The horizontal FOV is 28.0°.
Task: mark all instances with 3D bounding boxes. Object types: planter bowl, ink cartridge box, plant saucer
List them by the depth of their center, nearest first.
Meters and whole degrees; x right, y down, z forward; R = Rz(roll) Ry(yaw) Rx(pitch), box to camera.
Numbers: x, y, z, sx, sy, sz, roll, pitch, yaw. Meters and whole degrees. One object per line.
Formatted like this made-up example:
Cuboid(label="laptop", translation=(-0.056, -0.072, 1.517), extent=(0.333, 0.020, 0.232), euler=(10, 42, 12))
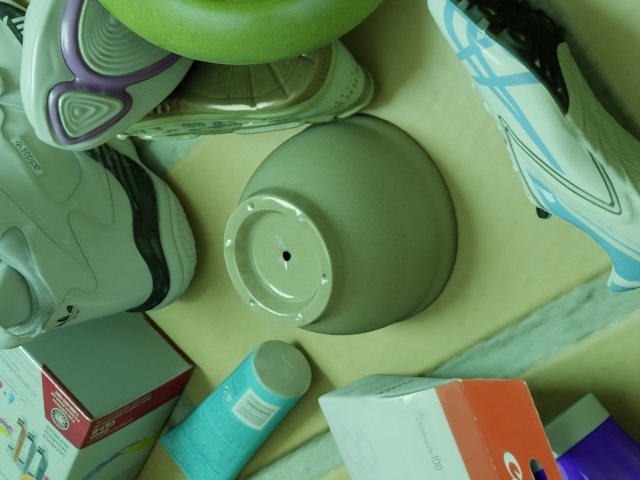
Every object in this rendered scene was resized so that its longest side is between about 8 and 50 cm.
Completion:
Cuboid(label="plant saucer", translation=(-0.051, -0.233, 0.806), extent=(0.241, 0.037, 0.241), euler=(0, 87, -2))
Cuboid(label="ink cartridge box", translation=(0.094, 0.187, 0.887), extent=(0.189, 0.066, 0.232), euler=(68, 162, -4))
Cuboid(label="planter bowl", translation=(0.000, 0.000, 0.913), extent=(0.162, 0.109, 0.162), euler=(16, 117, 34))
Cuboid(label="ink cartridge box", translation=(-0.222, 0.148, 1.135), extent=(0.128, 0.127, 0.176), euler=(42, 129, 18))

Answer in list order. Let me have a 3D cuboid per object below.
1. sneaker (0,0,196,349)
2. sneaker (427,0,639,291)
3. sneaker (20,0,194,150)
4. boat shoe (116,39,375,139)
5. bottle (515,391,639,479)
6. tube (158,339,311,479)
Cuboid(label="sneaker", translation=(-0.281, -0.066, 1.043), extent=(0.366, 0.210, 0.137), euler=(48, 129, 14))
Cuboid(label="sneaker", translation=(0.138, -0.069, 0.791), extent=(0.237, 0.085, 0.086), euler=(52, 126, 12))
Cuboid(label="sneaker", translation=(-0.144, -0.208, 0.904), extent=(0.152, 0.114, 0.305), euler=(7, 79, 55))
Cuboid(label="boat shoe", translation=(-0.097, -0.117, 0.947), extent=(0.285, 0.089, 0.105), euler=(10, 82, 36))
Cuboid(label="bottle", translation=(0.236, 0.229, 0.824), extent=(0.283, 0.092, 0.118), euler=(53, 132, 9))
Cuboid(label="tube", translation=(-0.077, 0.157, 1.079), extent=(0.080, 0.052, 0.207), euler=(55, 136, 14))
